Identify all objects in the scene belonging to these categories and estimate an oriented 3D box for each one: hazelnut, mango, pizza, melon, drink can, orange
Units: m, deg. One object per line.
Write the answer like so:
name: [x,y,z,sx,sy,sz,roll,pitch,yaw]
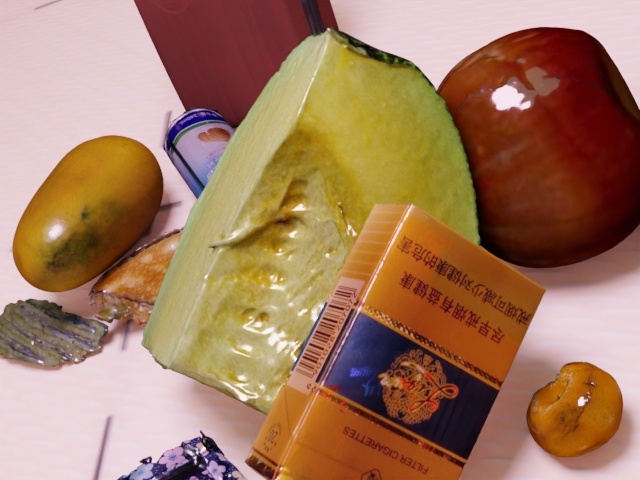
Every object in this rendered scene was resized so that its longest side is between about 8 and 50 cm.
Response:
hazelnut: [0.210,-0.082,0.855,0.230,0.229,0.229,-15,45,15]
mango: [-0.294,-0.028,1.097,0.139,0.175,0.254,34,44,-2]
pizza: [-0.171,0.060,1.035,0.185,0.052,0.195,-34,39,-13]
melon: [0.000,0.000,0.801,0.331,0.226,0.343,23,86,31]
drink can: [-0.115,-0.076,1.101,0.097,0.097,0.235,-35,42,-5]
orange: [0.219,0.147,0.743,0.086,0.062,0.086,-50,7,8]

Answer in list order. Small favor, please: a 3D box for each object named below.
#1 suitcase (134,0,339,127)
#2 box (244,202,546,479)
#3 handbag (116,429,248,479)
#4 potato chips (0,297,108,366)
suitcase: [-0.109,-0.301,1.162,0.236,0.297,0.161,0,42,27]
box: [0.064,0.107,0.706,0.237,0.152,0.070,-63,22,-7]
handbag: [-0.130,0.290,0.746,0.228,0.126,0.208,-45,39,-16]
potato chips: [-0.344,0.118,1.090,0.208,0.028,0.092,12,58,37]
